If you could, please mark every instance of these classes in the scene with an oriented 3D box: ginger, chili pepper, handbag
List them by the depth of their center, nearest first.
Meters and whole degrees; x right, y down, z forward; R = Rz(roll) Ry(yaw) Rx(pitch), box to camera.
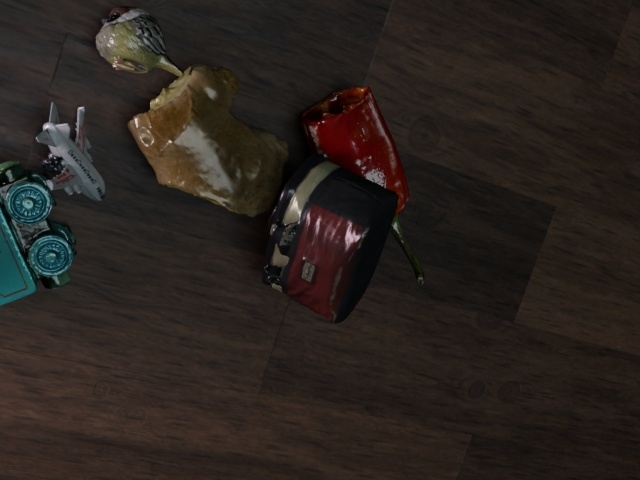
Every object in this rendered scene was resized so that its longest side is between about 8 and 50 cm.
[{"bbox_3d":[-0.164,-0.159,1.412,0.276,0.130,0.221,10,91,-32],"label":"ginger"},{"bbox_3d":[0.000,0.000,1.448,0.181,0.181,0.254,-48,160,-44],"label":"handbag"},{"bbox_3d":[0.088,-0.090,1.541,0.134,0.131,0.338,-46,117,-38],"label":"chili pepper"}]

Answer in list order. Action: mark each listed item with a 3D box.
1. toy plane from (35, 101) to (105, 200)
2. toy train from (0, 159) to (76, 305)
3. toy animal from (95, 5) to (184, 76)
[{"bbox_3d":[-0.374,-0.119,1.344,0.066,0.162,0.171,-1,140,11],"label":"toy plane"},{"bbox_3d":[-0.460,-0.011,1.324,0.163,0.112,0.203,-22,110,-12],"label":"toy train"},{"bbox_3d":[-0.265,-0.299,1.342,0.137,0.098,0.098,13,98,-13],"label":"toy animal"}]
